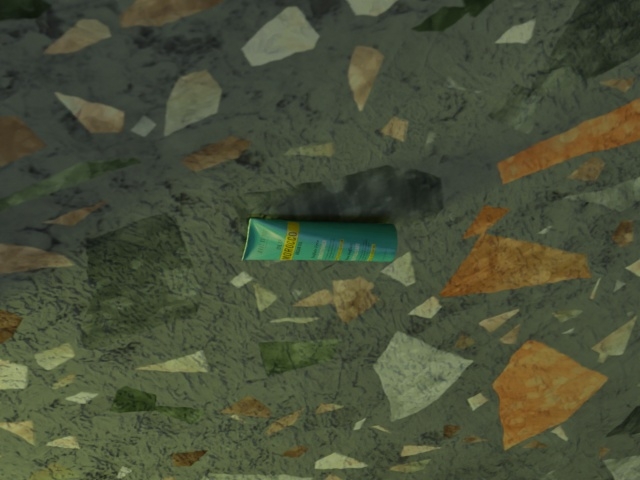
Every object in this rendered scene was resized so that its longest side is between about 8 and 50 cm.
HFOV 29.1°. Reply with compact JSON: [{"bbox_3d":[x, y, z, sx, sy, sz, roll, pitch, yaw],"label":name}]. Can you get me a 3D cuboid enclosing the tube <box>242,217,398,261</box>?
[{"bbox_3d":[0.000,0.000,1.675,0.207,0.052,0.080,1,130,-14],"label":"tube"}]
